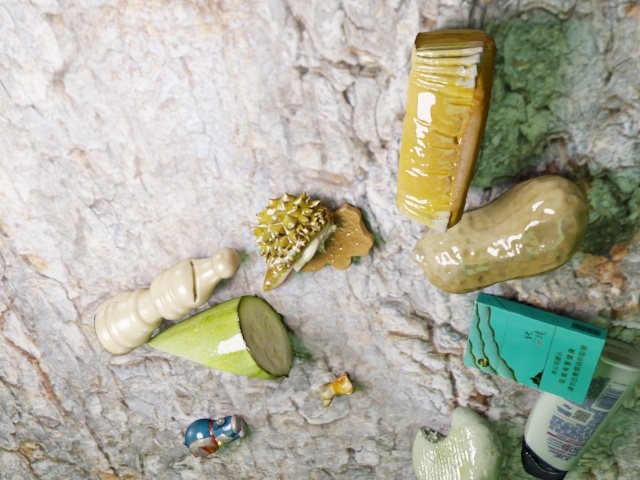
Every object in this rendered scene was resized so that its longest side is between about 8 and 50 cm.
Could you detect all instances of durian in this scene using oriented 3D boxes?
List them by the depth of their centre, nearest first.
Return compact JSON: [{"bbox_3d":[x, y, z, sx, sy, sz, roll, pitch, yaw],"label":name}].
[{"bbox_3d":[-0.067,0.021,1.101,0.140,0.078,0.224,24,120,0],"label":"durian"}]

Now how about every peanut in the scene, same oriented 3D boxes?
[{"bbox_3d":[0.299,0.005,1.020,0.291,0.143,0.159,-26,124,30],"label":"peanut"}]

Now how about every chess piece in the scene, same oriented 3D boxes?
[{"bbox_3d":[-0.277,0.098,1.194,0.307,0.139,0.124,-30,75,19],"label":"chess piece"}]

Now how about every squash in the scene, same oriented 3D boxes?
[{"bbox_3d":[-0.204,0.228,1.230,0.261,0.189,0.189,-28,115,20],"label":"squash"}]

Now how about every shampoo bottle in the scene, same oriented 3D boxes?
[{"bbox_3d":[0.496,0.341,1.249,0.134,0.078,0.359,18,125,4],"label":"shampoo bottle"}]

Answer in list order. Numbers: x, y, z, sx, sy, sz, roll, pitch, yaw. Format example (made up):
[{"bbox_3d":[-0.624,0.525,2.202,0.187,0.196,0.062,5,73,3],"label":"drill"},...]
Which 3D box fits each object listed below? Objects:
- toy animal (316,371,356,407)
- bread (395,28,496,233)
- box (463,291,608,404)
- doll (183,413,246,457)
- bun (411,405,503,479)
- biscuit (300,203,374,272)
[{"bbox_3d":[0.031,0.318,1.320,0.083,0.081,0.060,-31,118,5],"label":"toy animal"},{"bbox_3d":[0.178,-0.162,0.922,0.119,0.152,0.288,9,124,11],"label":"bread"},{"bbox_3d":[0.386,0.197,1.153,0.226,0.042,0.160,16,125,21],"label":"box"},{"bbox_3d":[-0.250,0.448,1.450,0.152,0.085,0.114,-19,138,9],"label":"doll"},{"bbox_3d":[0.297,0.453,1.320,0.127,0.203,0.212,19,164,-32],"label":"bun"},{"bbox_3d":[0.005,0.002,1.135,0.184,0.027,0.133,-31,109,27],"label":"biscuit"}]
